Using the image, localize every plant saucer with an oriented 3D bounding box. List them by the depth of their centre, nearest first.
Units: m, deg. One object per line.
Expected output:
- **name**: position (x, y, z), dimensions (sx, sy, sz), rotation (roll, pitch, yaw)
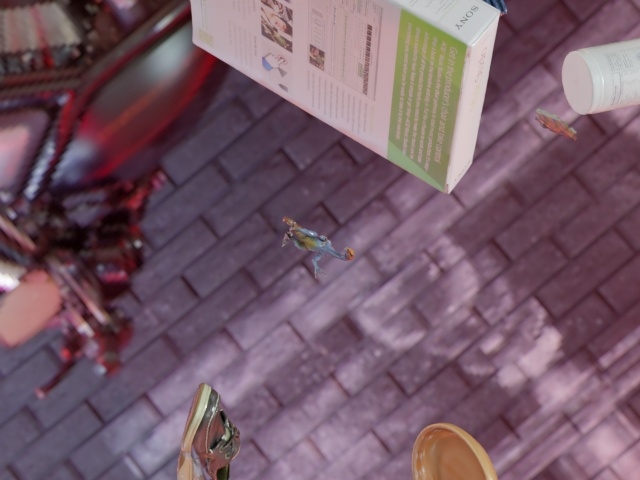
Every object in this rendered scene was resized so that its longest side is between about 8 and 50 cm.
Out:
- **plant saucer**: position (0.217, 0.379, 2.268), dimensions (0.037, 0.200, 0.200), rotation (-13, 158, -31)

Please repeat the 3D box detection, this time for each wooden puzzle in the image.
- **wooden puzzle**: position (0.330, -0.163, 2.032), dimensions (0.006, 0.083, 0.049), rotation (-52, 134, -7)

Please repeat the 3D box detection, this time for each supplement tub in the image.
- **supplement tub**: position (0.317, -0.175, 1.526), dimensions (0.107, 0.071, 0.071), rotation (-12, 163, -16)

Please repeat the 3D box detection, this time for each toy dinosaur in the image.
- **toy dinosaur**: position (0.000, 0.000, 1.741), dimensions (0.090, 0.082, 0.047), rotation (-94, -155, -49)

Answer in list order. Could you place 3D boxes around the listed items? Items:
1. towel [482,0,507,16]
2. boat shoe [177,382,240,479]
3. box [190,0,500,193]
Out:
- **towel**: position (0.208, -0.313, 1.851), dimensions (0.029, 0.067, 0.119), rotation (-23, -174, 3)
- **boat shoe**: position (-0.092, 0.170, 1.246), dimensions (0.152, 0.049, 0.056), rotation (104, 3, -60)
- **box**: position (0.012, -0.201, 1.375), dimensions (0.058, 0.322, 0.232), rotation (-48, 161, -25)
